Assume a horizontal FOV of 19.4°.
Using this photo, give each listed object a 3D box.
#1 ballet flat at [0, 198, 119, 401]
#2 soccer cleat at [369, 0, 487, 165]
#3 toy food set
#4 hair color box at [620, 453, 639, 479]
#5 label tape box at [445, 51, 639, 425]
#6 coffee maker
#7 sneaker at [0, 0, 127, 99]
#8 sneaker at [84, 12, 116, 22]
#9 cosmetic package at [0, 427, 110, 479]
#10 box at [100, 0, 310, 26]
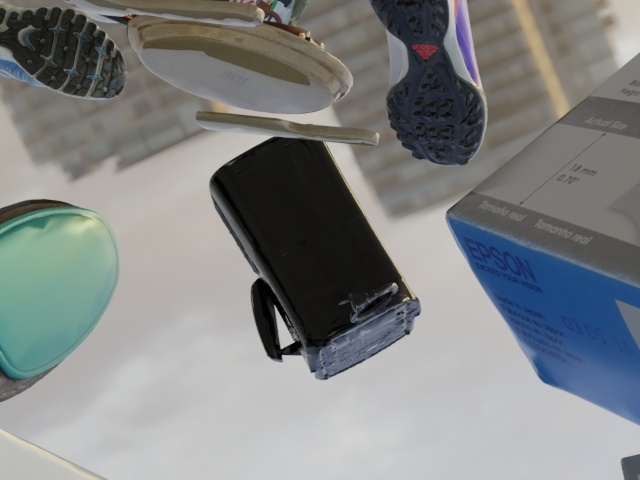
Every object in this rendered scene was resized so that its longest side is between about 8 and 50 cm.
[{"bbox_3d":[-0.200,0.053,0.952,0.096,0.095,0.280,-8,-161,23],"label":"ballet flat"},{"bbox_3d":[0.116,-0.208,1.894,0.109,0.318,0.116,4,-131,20],"label":"soccer cleat"},{"bbox_3d":[-0.045,-0.105,0.995,0.132,0.038,0.192,8,166,23],"label":"toy food set"},{"bbox_3d":[0.438,0.434,2.095,0.114,0.374,0.185,-15,-158,11],"label":"hair color box"},{"bbox_3d":[0.248,-0.052,0.736,0.334,0.106,0.241,-39,-154,-14],"label":"label tape box"},{"bbox_3d":[0.000,0.000,1.500,0.120,0.178,0.171,-22,161,-29],"label":"coffee maker"},{"bbox_3d":[-0.223,-0.151,1.457,0.073,0.162,0.063,67,46,-79],"label":"sneaker"},{"bbox_3d":[-0.107,-0.207,1.634,0.232,0.115,0.090,-11,-127,-28],"label":"sneaker"},{"bbox_3d":[-0.322,0.325,1.331,0.394,0.327,0.329,-4,-115,30],"label":"cosmetic package"},{"bbox_3d":[-0.050,-0.244,1.348,0.233,0.159,0.044,-57,-137,17],"label":"box"}]
